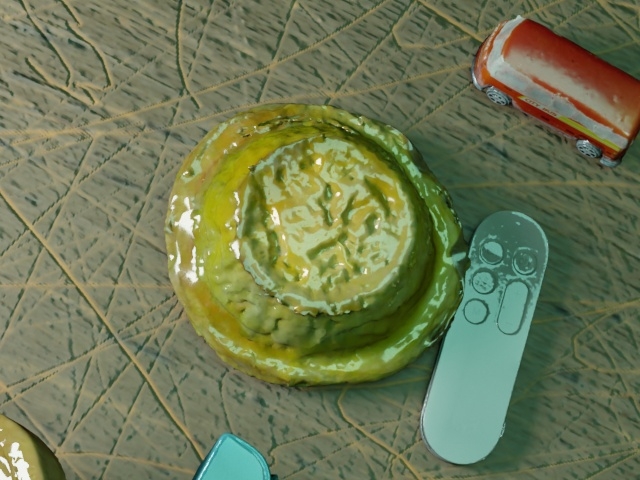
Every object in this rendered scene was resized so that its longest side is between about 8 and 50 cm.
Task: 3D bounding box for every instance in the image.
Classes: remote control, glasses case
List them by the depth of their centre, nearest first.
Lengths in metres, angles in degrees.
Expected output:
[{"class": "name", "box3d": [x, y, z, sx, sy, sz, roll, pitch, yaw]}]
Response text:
[{"class": "glasses case", "box3d": [-0.085, 0.227, 1.177, 0.070, 0.301, 0.117, 28, 77, 1]}, {"class": "remote control", "box3d": [0.153, 0.089, 1.378, 0.077, 0.022, 0.245, 17, 76, 0]}]

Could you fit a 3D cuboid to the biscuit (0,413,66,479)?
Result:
[{"class": "biscuit", "box3d": [-0.341, 0.313, 1.147, 0.365, 0.062, 0.385, 1, 74, 34]}]

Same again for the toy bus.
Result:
[{"class": "toy bus", "box3d": [0.231, -0.148, 1.408, 0.174, 0.077, 0.079, 30, 76, 0]}]

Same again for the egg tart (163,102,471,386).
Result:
[{"class": "egg tart", "box3d": [0.000, 0.000, 1.336, 0.288, 0.118, 0.288, 2, 79, -10]}]
